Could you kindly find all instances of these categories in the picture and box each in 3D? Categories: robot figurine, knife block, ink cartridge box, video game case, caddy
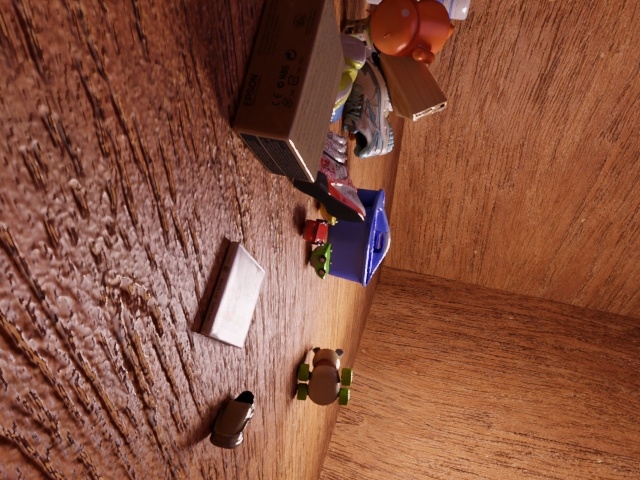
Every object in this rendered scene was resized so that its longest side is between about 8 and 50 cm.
[{"bbox_3d":[0.205,-0.485,1.025,0.220,0.128,0.157,-12,110,-34],"label":"robot figurine"},{"bbox_3d":[0.205,-0.440,1.138,0.275,0.088,0.242,-105,172,-69],"label":"knife block"},{"bbox_3d":[-0.037,-0.231,0.691,0.193,0.088,0.234,52,50,-76],"label":"ink cartridge box"},{"bbox_3d":[-0.133,0.093,0.720,0.157,0.019,0.143,67,36,-68],"label":"video game case"},{"bbox_3d":[0.136,-0.012,1.454,0.241,0.179,0.341,-64,161,-46],"label":"caddy"}]

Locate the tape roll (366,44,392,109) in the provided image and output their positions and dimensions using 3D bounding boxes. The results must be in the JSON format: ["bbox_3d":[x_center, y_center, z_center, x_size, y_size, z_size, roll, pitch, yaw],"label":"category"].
[{"bbox_3d":[0.210,-0.569,1.454,0.286,0.100,0.285,12,90,-77],"label":"tape roll"}]

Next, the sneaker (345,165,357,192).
[{"bbox_3d":[0.070,-0.150,1.268,0.161,0.076,0.057,-65,162,-45],"label":"sneaker"}]

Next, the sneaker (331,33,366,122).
[{"bbox_3d":[0.025,-0.330,0.940,0.126,0.091,0.240,116,-3,-51],"label":"sneaker"}]

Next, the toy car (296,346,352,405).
[{"bbox_3d":[0.016,0.398,1.400,0.188,0.155,0.148,-81,177,-64],"label":"toy car"}]

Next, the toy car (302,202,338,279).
[{"bbox_3d":[0.000,0.000,1.150,0.239,0.053,0.224,-59,158,-54],"label":"toy car"}]

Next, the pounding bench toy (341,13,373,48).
[{"bbox_3d":[0.091,-0.495,1.058,0.052,0.065,0.083,57,44,-53],"label":"pounding bench toy"}]

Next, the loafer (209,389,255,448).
[{"bbox_3d":[-0.149,0.303,0.774,0.148,0.056,0.050,-57,156,-83],"label":"loafer"}]

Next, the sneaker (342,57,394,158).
[{"bbox_3d":[0.118,-0.352,1.228,0.110,0.122,0.282,42,-26,57],"label":"sneaker"}]

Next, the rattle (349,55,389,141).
[{"bbox_3d":[0.112,-0.417,1.320,0.199,0.143,0.130,57,11,-52],"label":"rattle"}]

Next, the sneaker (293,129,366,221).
[{"bbox_3d":[0.042,-0.142,0.998,0.270,0.090,0.144,31,67,-55],"label":"sneaker"}]

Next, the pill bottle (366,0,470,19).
[{"bbox_3d":[0.262,-0.674,1.182,0.152,0.272,0.152,12,90,-78],"label":"pill bottle"}]
